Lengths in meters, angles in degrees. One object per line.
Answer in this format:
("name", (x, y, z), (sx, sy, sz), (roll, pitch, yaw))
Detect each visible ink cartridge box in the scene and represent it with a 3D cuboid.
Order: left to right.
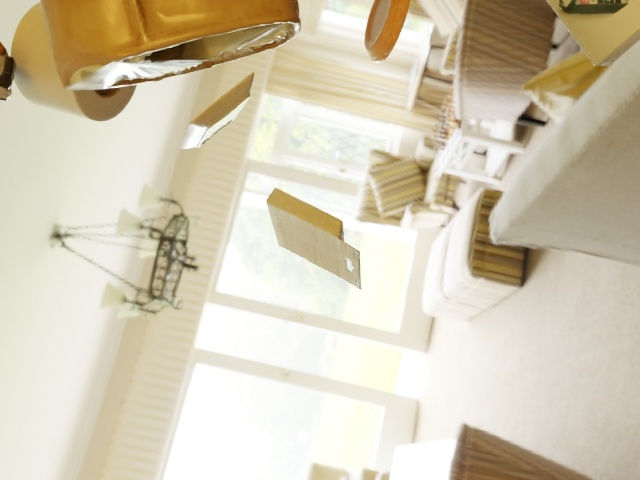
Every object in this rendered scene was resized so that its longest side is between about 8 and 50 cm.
("ink cartridge box", (0.000, 0.000, 1.527), (0.045, 0.224, 0.223), (-56, -16, -19))
("ink cartridge box", (0.514, -0.491, 1.286), (0.239, 0.060, 0.275), (-45, 66, 43))

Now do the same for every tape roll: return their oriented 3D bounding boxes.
("tape roll", (-0.544, -0.404, 1.641), (0.246, 0.169, 0.246), (18, -90, -72))

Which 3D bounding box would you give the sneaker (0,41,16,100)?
("sneaker", (-0.730, -0.402, 1.564), (0.100, 0.271, 0.108), (3, -58, -57))

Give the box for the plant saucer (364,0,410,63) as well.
("plant saucer", (0.145, -0.502, 1.643), (0.200, 0.037, 0.199), (-166, 90, -75))

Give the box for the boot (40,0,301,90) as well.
("boot", (-0.157, -0.211, 0.377), (0.089, 0.236, 0.269), (-60, -45, -86))

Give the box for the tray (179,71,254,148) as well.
("tray", (-0.189, -0.226, 1.343), (0.145, 0.030, 0.270), (-41, 8, -12))
